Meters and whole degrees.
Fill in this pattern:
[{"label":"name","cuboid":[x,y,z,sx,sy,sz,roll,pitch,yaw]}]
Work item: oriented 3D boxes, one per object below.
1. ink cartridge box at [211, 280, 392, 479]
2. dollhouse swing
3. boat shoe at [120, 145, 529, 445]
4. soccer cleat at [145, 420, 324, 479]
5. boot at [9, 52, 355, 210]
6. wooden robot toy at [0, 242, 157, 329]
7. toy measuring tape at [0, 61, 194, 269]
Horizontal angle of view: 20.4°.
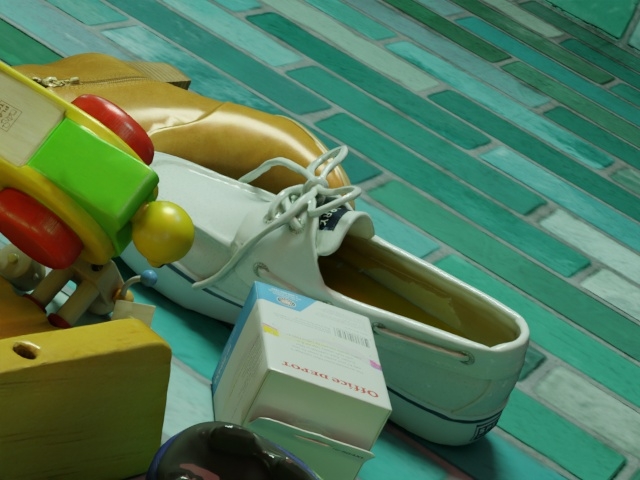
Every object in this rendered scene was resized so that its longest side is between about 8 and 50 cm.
[{"label":"ink cartridge box","cuboid":[-0.016,0.110,1.221,0.092,0.090,0.143,20,23,-14]},{"label":"dollhouse swing","cuboid":[-0.250,-0.058,1.062,0.347,0.305,0.315,36,24,27]},{"label":"boat shoe","cuboid":[-0.003,0.005,1.355,0.367,0.156,0.136,33,42,11]},{"label":"soccer cleat","cuboid":[0.021,0.210,1.036,0.289,0.093,0.121,39,-21,3]},{"label":"boot","cuboid":[-0.135,-0.071,1.516,0.295,0.104,0.211,34,29,30]},{"label":"wooden robot toy","cuboid":[-0.177,0.034,1.287,0.173,0.076,0.079,34,-12,21]},{"label":"toy measuring tape","cuboid":[-0.219,-0.069,1.231,0.330,0.121,0.121,31,22,18]}]
